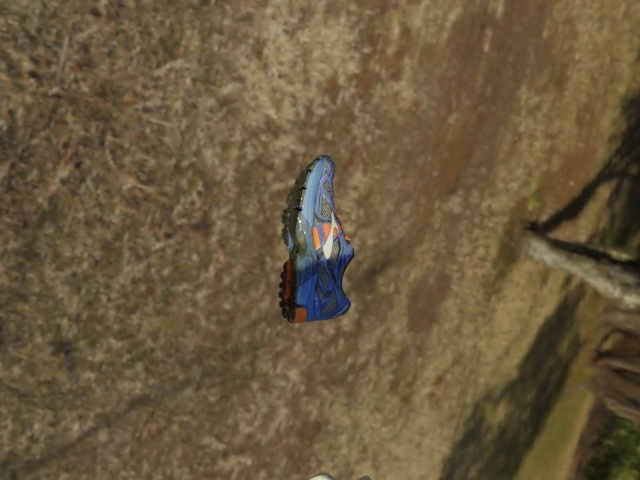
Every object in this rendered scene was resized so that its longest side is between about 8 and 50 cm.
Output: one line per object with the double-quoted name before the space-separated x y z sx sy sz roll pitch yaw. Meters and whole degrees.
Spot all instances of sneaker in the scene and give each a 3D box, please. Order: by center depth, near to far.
"sneaker" 0.000 0.000 1.301 0.083 0.087 0.221 155 -59 -66

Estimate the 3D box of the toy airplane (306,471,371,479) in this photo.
"toy airplane" -0.085 0.423 1.223 0.384 0.386 0.272 -15 -91 68
